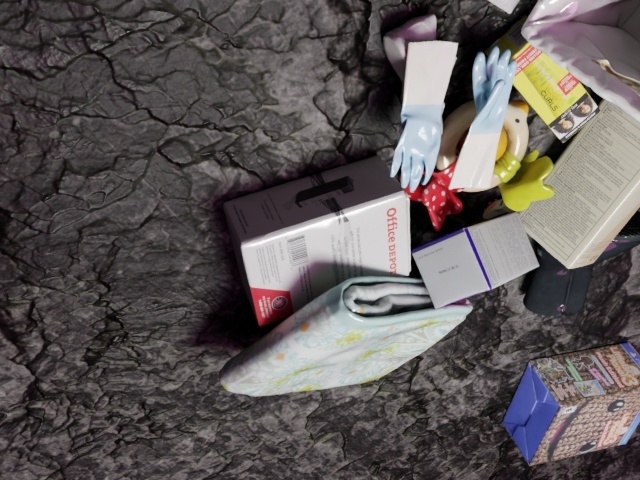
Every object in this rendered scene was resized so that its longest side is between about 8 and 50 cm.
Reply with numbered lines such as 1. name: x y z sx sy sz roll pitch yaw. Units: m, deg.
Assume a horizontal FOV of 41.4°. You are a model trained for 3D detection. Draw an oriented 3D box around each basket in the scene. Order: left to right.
1. basket: 0.527 -0.334 1.152 0.266 0.328 0.331 -11 136 -49

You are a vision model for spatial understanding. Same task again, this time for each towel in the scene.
1. towel: 0.056 0.175 1.483 0.375 0.090 0.320 4 145 -47

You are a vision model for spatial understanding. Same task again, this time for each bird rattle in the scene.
1. bird rattle: 0.254 -0.140 1.406 0.254 0.143 0.206 -4 121 -6

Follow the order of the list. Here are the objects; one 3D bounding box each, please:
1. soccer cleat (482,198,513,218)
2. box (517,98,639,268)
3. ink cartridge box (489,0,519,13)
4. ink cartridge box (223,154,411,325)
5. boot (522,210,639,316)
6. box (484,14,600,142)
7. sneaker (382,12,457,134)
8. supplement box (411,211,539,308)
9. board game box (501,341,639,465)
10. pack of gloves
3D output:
1. soccer cleat: 0.335 -0.062 1.544 0.083 0.035 0.029 -32 136 4
2. box: 0.498 -0.114 1.481 0.121 0.148 0.311 -6 137 -50
3. ink cartridge box: 0.230 -0.460 1.109 0.275 0.060 0.239 17 121 -38
4. ink cartridge box: 0.000 0.000 1.377 0.273 0.114 0.197 -17 136 -10
5. boot: 0.533 0.048 1.699 0.247 0.094 0.207 -10 130 -9
6. box: 0.361 -0.255 1.362 0.087 0.058 0.232 -41 134 14
7. sneaker: 0.168 -0.241 1.274 0.094 0.080 0.212 -35 136 -10
8. supplement box: 0.272 0.030 1.462 0.111 0.113 0.220 -25 175 37
9. board game box: 0.620 0.390 2.026 0.291 0.141 0.232 -7 132 -21
10. pack of gloves: 0.205 -0.175 1.255 0.195 0.046 0.232 -6 118 -26
